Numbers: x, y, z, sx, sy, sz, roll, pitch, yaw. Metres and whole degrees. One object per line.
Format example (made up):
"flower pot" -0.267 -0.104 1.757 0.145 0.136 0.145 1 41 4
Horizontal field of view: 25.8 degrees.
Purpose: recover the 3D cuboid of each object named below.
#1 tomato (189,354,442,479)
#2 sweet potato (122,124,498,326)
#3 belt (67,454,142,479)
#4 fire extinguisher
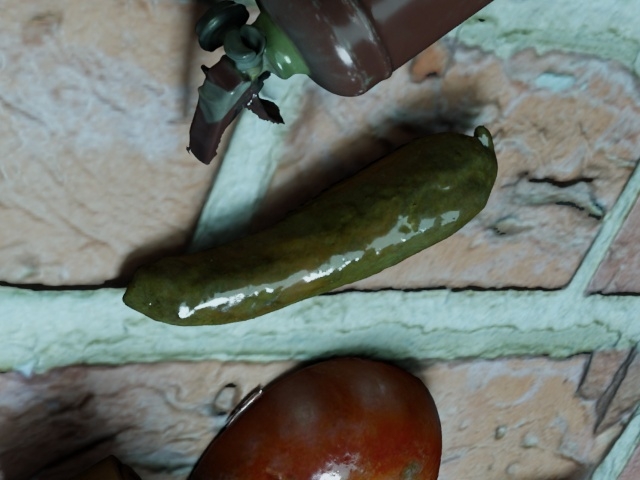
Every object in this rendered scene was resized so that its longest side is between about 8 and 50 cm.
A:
"tomato" 0.007 0.198 1.103 0.225 0.085 0.225 -21 138 -20
"sweet potato" 0.000 0.000 0.937 0.273 0.075 0.075 -24 136 -10
"belt" -0.124 0.260 0.985 0.105 0.184 0.261 -31 137 -10
"fire extinguisher" 0.053 -0.159 0.819 0.337 0.106 0.147 -35 163 -3
